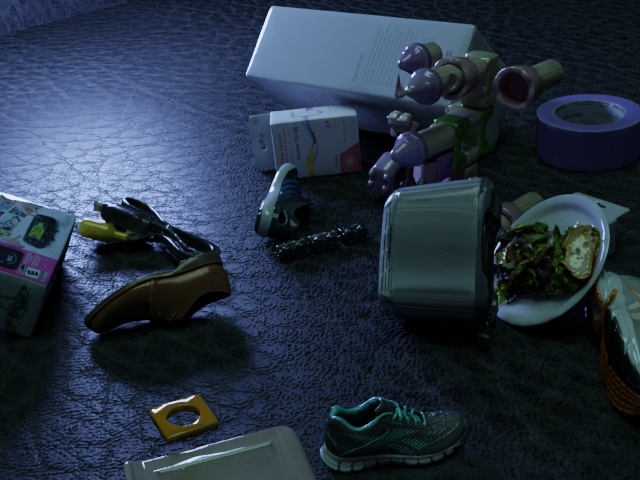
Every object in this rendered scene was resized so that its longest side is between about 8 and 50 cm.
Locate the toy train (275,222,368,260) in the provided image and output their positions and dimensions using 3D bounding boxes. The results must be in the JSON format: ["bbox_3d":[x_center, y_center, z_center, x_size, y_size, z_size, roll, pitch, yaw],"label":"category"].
[{"bbox_3d":[0.000,0.000,1.492,0.158,0.027,0.036,-15,26,-18],"label":"toy train"}]

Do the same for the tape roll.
[{"bbox_3d":[0.487,-0.197,1.716,0.189,0.080,0.189,-5,27,2],"label":"tape roll"}]

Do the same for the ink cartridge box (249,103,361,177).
[{"bbox_3d":[-0.028,-0.179,1.742,0.198,0.115,0.067,-6,28,1],"label":"ink cartridge box"}]

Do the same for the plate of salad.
[{"bbox_3d":[0.294,0.021,1.263,0.200,0.048,0.199,-36,37,33],"label":"plate of salad"}]

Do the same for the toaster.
[{"bbox_3d":[0.162,0.025,1.264,0.146,0.227,0.129,0,-13,19],"label":"toaster"}]

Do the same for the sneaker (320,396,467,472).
[{"bbox_3d":[0.081,0.205,1.040,0.167,0.076,0.065,-10,29,-7],"label":"sneaker"}]

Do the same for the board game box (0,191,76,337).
[{"bbox_3d":[-0.537,0.003,1.388,0.303,0.097,0.224,18,25,-11],"label":"board game box"}]

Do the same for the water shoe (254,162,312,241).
[{"bbox_3d":[-0.053,-0.058,1.588,0.080,0.073,0.203,19,35,1],"label":"water shoe"}]

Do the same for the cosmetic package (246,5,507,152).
[{"bbox_3d":[0.113,-0.312,1.809,0.453,0.161,0.230,14,-8,33],"label":"cosmetic package"}]

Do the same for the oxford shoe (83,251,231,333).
[{"bbox_3d":[-0.227,0.089,1.331,0.212,0.076,0.076,-23,71,-10],"label":"oxford shoe"}]

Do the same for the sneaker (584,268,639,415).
[{"bbox_3d":[0.398,0.113,1.138,0.121,0.099,0.262,2,30,5],"label":"sneaker"}]

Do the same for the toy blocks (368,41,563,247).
[{"bbox_3d":[0.171,-0.147,1.457,0.309,0.288,0.260,21,32,35],"label":"toy blocks"}]

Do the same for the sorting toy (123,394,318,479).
[{"bbox_3d":[-0.095,0.276,0.976,0.196,0.047,0.347,-8,28,-14],"label":"sorting toy"}]

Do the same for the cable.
[{"bbox_3d":[-0.272,-0.003,1.552,0.287,0.072,0.139,23,20,22],"label":"cable"}]

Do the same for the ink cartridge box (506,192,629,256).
[{"bbox_3d":[0.362,-0.003,1.393,0.180,0.060,0.104,-26,34,-32],"label":"ink cartridge box"}]
